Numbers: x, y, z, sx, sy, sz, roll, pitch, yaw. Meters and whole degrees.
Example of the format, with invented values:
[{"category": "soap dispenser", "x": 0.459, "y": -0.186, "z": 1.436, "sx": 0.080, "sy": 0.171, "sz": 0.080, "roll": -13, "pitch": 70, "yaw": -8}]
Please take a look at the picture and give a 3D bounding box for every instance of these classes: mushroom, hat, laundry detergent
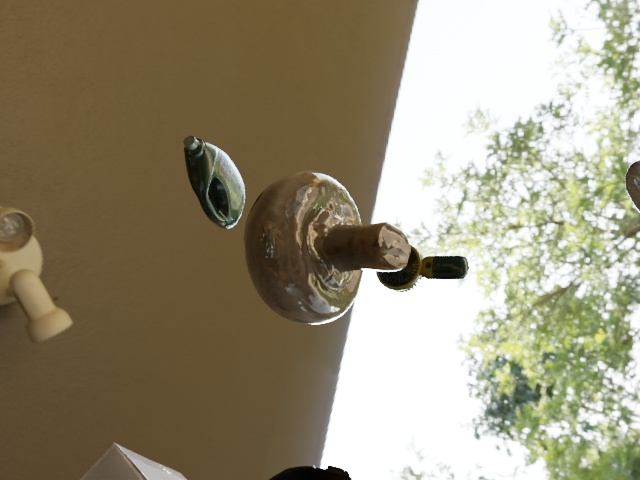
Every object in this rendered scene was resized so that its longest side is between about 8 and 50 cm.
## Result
[{"category": "mushroom", "x": 0.013, "y": 0.008, "z": 0.781, "sx": 0.207, "sy": 0.215, "sz": 0.208, "roll": 7, "pitch": -98, "yaw": -52}, {"category": "hat", "x": -0.062, "y": 0.727, "z": 1.485, "sx": 0.336, "sy": 0.238, "sz": 0.209, "roll": -25, "pitch": -54, "yaw": -49}, {"category": "laundry detergent", "x": -0.209, "y": -0.118, "z": 1.142, "sx": 0.211, "sy": 0.062, "sz": 0.137, "roll": 64, "pitch": -151, "yaw": -59}]

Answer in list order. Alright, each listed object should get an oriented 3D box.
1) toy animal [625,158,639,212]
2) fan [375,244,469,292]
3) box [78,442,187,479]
[{"category": "toy animal", "x": 0.476, "y": 0.020, "z": 0.554, "sx": 0.241, "sy": 0.368, "sz": 0.196, "roll": -7, "pitch": -31, "yaw": -39}, {"category": "fan", "x": 0.166, "y": 0.046, "z": 0.970, "sx": 0.039, "sy": 0.155, "sz": 0.082, "roll": 33, "pitch": -118, "yaw": -54}, {"category": "box", "x": -0.309, "y": 0.449, "z": 0.842, "sx": 0.274, "sy": 0.116, "sz": 0.203, "roll": -47, "pitch": -34, "yaw": -15}]
